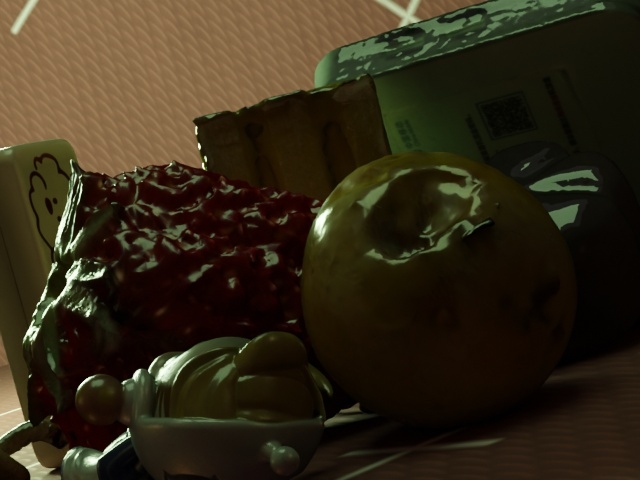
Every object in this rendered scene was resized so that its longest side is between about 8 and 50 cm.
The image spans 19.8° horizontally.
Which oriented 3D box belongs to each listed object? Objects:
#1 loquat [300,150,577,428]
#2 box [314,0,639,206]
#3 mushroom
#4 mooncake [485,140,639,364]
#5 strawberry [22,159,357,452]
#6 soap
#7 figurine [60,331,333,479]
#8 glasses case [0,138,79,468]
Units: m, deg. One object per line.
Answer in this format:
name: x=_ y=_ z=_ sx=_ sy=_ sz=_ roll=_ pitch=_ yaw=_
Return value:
loquat: x=0.093 y=0.045 z=1.486 sx=0.244 sy=0.244 sz=0.244 roll=-15 pitch=2 yaw=1
box: x=0.229 y=-0.093 z=2.075 sx=0.396 sy=0.396 sz=0.111 roll=-14 pitch=38 yaw=19
mushroom: x=-0.302 y=0.214 z=1.765 sx=0.129 sy=0.073 sz=0.088 roll=-9 pitch=-17 yaw=-16
mooncake: x=0.190 y=0.009 z=1.714 sx=0.245 sy=0.133 sz=0.245 roll=-14 pitch=28 yaw=8
strawberry: x=-0.093 y=0.085 z=1.659 sx=0.343 sy=0.292 sz=0.292 roll=17 pitch=-6 yaw=-14
soap: x=0.000 y=0.000 z=1.904 sx=0.199 sy=0.315 sz=0.091 roll=-16 pitch=1 yaw=0
figurine: x=-0.111 y=0.153 z=1.387 sx=0.274 sy=0.133 sz=0.194 roll=-21 pitch=-24 yaw=31
glasses case: x=-0.281 y=0.064 z=1.937 sx=0.076 sy=0.336 sz=0.144 roll=-15 pitch=3 yaw=21
